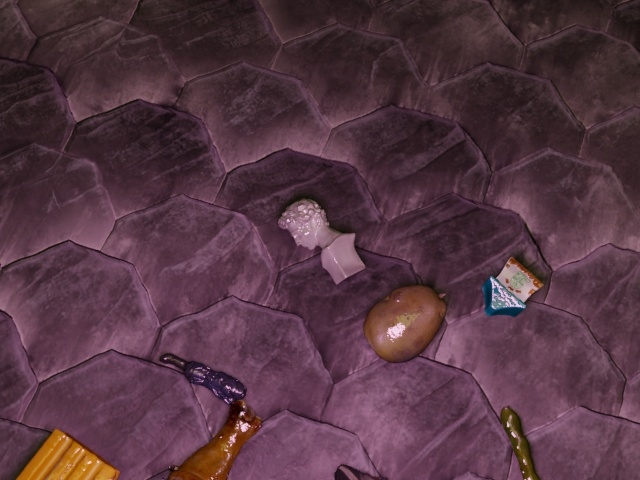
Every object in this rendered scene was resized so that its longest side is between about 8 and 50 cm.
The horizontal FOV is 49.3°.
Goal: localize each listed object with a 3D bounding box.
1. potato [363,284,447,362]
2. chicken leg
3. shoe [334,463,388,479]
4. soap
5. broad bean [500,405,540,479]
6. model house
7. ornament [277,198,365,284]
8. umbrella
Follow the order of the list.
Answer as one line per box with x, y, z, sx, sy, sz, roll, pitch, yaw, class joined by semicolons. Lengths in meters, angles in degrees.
0.238;0.215;1.886;0.251;0.159;0.174;-38;101;-3;potato
-0.261;0.586;1.724;0.211;0.140;0.361;40;76;21;chicken leg
0.137;0.644;1.750;0.112;0.099;0.227;-19;48;-40;shoe
-0.665;0.652;1.702;0.204;0.096;0.324;33;71;10;soap
0.524;0.559;1.820;0.053;0.052;0.256;-24;69;33;broad bean
0.522;0.146;1.952;0.127;0.100;0.149;42;75;13;model house
0.014;-0.006;1.978;0.285;0.120;0.130;41;53;11;ornament
-0.311;0.356;1.849;0.248;0.071;0.071;29;70;8;umbrella
